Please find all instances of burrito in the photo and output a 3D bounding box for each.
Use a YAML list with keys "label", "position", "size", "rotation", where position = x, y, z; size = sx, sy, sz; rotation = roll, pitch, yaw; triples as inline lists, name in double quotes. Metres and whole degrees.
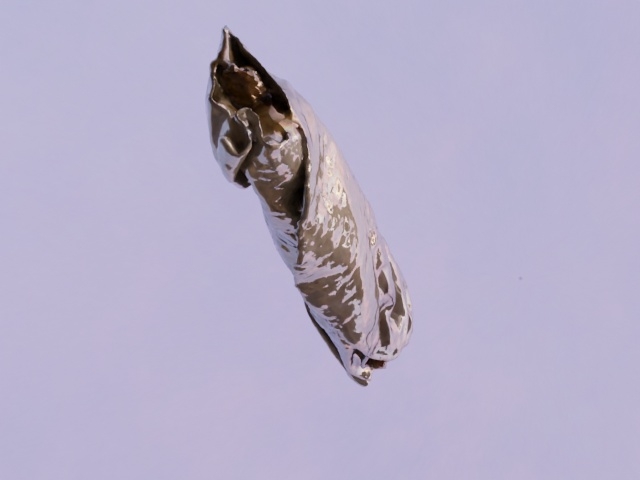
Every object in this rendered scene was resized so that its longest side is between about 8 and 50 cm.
- label: "burrito"
  position: [0.000, 0.000, 1.197]
  size: [0.076, 0.392, 0.117]
  rotation: [-11, -123, 12]
